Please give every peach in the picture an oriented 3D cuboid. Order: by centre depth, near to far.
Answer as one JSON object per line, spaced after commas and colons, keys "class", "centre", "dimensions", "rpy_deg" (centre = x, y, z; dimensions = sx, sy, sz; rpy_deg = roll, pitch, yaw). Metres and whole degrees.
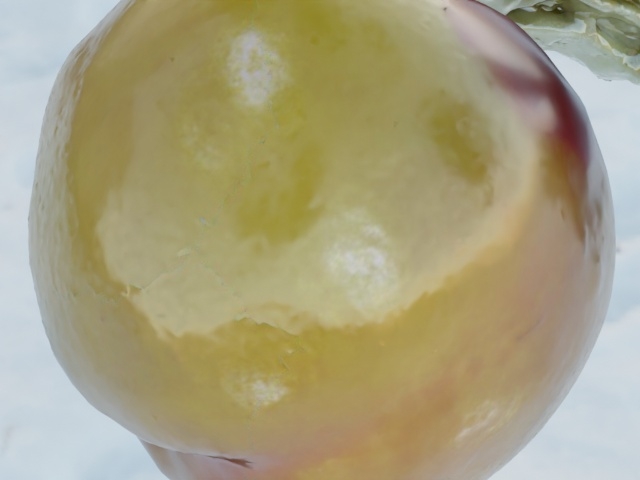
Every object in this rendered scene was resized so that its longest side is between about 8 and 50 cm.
{"class": "peach", "centre": [0.000, 0.000, 0.421], "dimensions": [0.138, 0.138, 0.138], "rpy_deg": [-5, 35, 3]}

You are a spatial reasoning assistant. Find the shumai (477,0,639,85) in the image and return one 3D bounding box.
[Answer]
{"class": "shumai", "centre": [0.071, -0.102, 0.602], "dimensions": [0.116, 0.145, 0.145], "rpy_deg": [28, 23, -29]}
